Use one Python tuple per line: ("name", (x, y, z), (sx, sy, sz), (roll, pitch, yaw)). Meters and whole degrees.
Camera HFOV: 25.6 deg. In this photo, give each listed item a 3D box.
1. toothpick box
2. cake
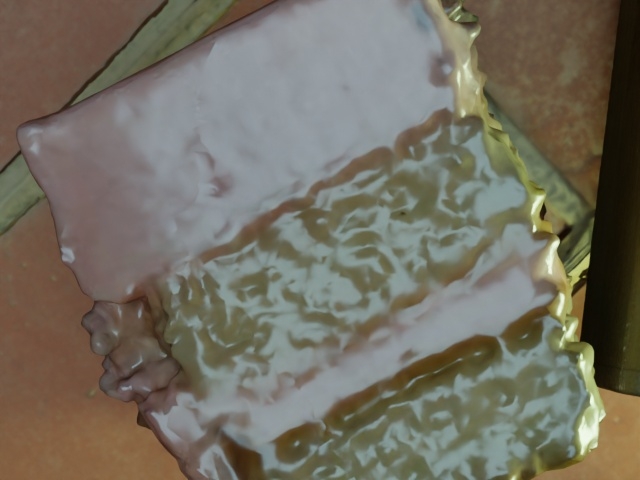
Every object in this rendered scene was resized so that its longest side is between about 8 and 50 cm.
("toothpick box", (0.274, -0.045, 0.928), (0.188, 0.190, 0.308), (8, 87, -5))
("cake", (0.000, 0.000, 0.890), (0.293, 0.314, 0.306), (-23, 99, 3))
